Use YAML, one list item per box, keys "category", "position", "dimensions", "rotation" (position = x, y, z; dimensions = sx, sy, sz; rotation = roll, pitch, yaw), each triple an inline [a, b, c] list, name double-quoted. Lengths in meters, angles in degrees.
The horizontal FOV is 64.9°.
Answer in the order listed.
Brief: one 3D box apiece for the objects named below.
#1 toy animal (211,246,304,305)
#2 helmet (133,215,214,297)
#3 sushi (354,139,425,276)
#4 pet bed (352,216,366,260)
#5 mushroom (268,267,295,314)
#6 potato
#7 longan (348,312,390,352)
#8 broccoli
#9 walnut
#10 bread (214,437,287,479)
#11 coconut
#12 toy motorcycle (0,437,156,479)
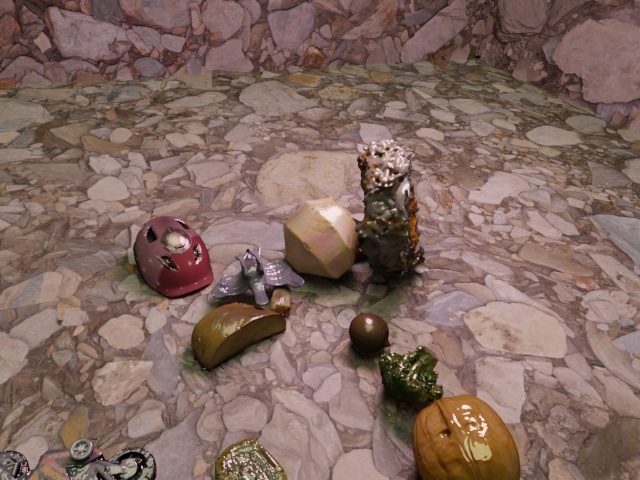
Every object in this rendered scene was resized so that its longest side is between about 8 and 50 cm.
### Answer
- category: "toy animal"
  position: [-0.172, 0.096, 1.353]
  dimensions: [0.239, 0.176, 0.255]
  rotation: [-12, 50, -7]
- category: "helmet"
  position: [-0.419, 0.024, 1.422]
  dimensions: [0.198, 0.154, 0.253]
  rotation: [-22, 39, -34]
- category: "sushi"
  position: [0.197, -0.089, 1.458]
  dimensions: [0.176, 0.417, 0.417]
  rotation: [-7, 34, 11]
- category: "pet bed"
  position: [0.081, -0.004, 1.610]
  dimensions: [0.201, 0.053, 0.201]
  rotation: [0, 39, 0]
- category: "mushroom"
  position: [-0.104, 0.136, 1.399]
  dimensions: [0.059, 0.054, 0.202]
  rotation: [10, 30, -4]
- category: "potato"
  position: [-0.213, 0.203, 1.247]
  dimensions: [0.243, 0.098, 0.138]
  rotation: [-23, 43, -35]
- category: "longan"
  position: [0.125, 0.233, 1.258]
  dimensions: [0.113, 0.092, 0.113]
  rotation: [26, 25, -13]
- category: "broccoli"
  position: [0.208, 0.306, 1.145]
  dimensions: [0.162, 0.138, 0.146]
  rotation: [33, 11, -35]
- category: "walnut"
  position: [0.276, 0.404, 0.966]
  dimensions: [0.193, 0.193, 0.225]
  rotation: [1, 37, -7]
- category: "bread"
  position: [-0.127, 0.449, 0.944]
  dimensions: [0.156, 0.064, 0.117]
  rotation: [30, 43, 31]
- category: "coconut"
  position: [0.000, 0.000, 1.449]
  dimensions: [0.237, 0.197, 0.236]
  rotation: [-6, 71, 18]
- category: "toy motorcycle"
  position: [-0.446, 0.447, 0.876]
  dimensions: [0.307, 0.108, 0.173]
  rotation: [2, 45, -7]
